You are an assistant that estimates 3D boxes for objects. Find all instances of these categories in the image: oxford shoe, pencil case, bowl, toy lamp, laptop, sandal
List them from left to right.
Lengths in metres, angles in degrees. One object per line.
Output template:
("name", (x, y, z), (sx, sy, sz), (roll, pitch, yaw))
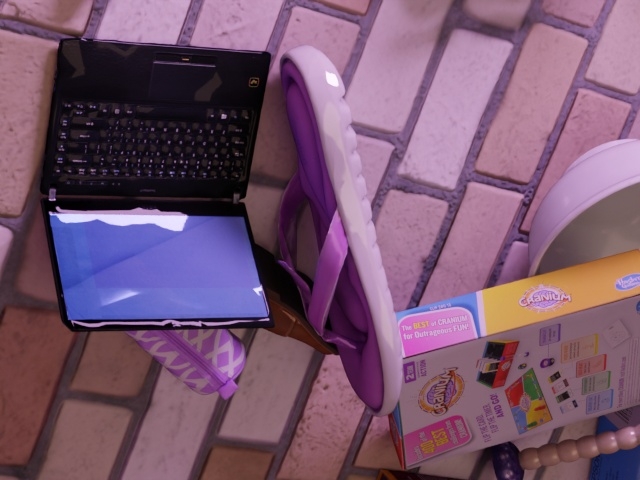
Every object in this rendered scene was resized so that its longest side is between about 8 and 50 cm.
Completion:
("pencil case", (-0.166, 0.086, 1.673), (0.086, 0.088, 0.206), (-46, 126, 1))
("laptop", (-0.153, -0.056, 1.582), (0.234, 0.136, 0.264), (1, 113, -28))
("oxford shoe", (-0.049, 0.075, 1.753), (0.076, 0.076, 0.212), (-30, 132, 25))
("sandal", (-0.004, -0.002, 1.677), (0.102, 0.169, 0.416), (-15, 104, -13))
("toy lamp", (0.354, 0.254, 1.949), (0.274, 0.080, 0.080), (-16, 125, 17))
("bowl", (0.366, -0.024, 1.843), (0.297, 0.134, 0.298), (-11, 140, -10))

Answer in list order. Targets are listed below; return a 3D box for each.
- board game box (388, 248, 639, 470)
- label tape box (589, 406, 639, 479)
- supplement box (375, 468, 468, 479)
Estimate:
("board game box", (0.232, 0.145, 1.831), (0.316, 0.064, 0.242), (-14, 140, -5))
("label tape box", (0.546, 0.223, 2.096), (0.347, 0.115, 0.249), (-9, 116, -26))
("supplement box", (0.151, 0.363, 1.972), (0.188, 0.081, 0.104), (12, 106, -32))
